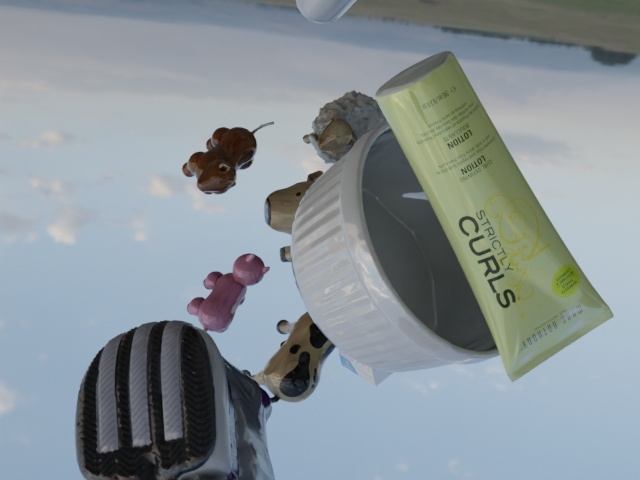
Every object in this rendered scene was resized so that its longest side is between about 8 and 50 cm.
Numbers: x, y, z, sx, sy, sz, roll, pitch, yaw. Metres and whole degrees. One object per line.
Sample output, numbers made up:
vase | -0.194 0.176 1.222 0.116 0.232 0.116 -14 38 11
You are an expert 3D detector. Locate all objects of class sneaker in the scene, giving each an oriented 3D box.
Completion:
sneaker | -0.038 0.145 0.352 0.083 0.223 0.098 -10 158 21

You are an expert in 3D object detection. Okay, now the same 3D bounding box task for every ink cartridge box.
ink cartridge box | 0.082 0.151 1.566 0.090 0.143 0.092 -35 -141 -26

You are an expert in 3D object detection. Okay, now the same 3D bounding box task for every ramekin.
ramekin | 0.071 0.011 0.774 0.207 0.207 0.109 -7 165 -45

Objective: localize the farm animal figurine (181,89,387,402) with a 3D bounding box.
farm animal figurine | 0.000 0.000 1.098 0.327 0.330 0.172 -19 -178 -33

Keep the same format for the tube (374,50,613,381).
tube | 0.123 -0.017 0.663 0.070 0.240 0.062 -18 -160 36

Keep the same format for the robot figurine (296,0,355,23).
robot figurine | 0.005 -0.325 0.702 0.200 0.300 0.353 0 173 -17
